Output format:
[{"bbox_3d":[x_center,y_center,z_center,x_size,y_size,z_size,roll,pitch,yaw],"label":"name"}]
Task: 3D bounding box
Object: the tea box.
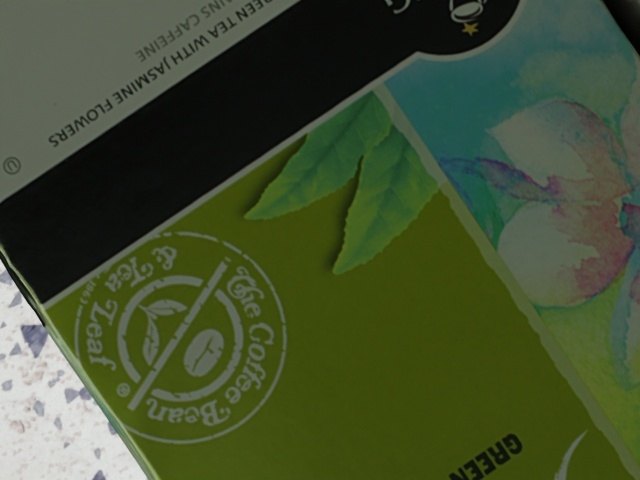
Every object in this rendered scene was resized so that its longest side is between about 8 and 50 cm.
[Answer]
[{"bbox_3d":[0.017,0.006,0.788,0.323,0.220,0.329,55,178,-1],"label":"tea box"}]
